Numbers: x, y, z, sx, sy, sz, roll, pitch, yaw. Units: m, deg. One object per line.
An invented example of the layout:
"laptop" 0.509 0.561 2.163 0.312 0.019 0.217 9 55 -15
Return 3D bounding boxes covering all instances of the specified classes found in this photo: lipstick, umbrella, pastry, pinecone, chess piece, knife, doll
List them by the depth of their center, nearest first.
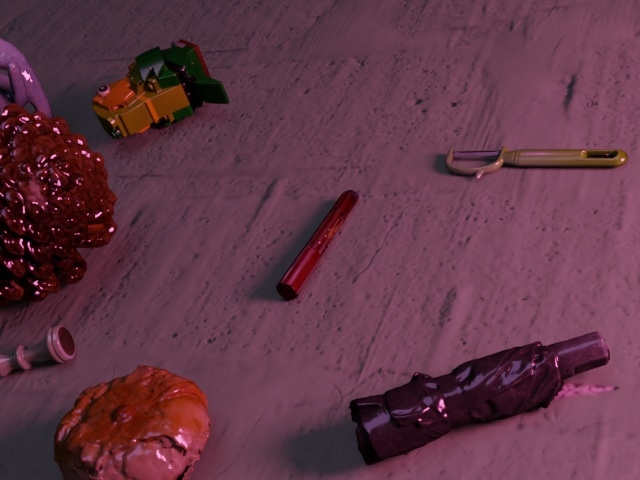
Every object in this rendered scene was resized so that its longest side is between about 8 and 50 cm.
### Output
"umbrella" 0.141 0.134 0.893 0.236 0.059 0.066 -17 58 1
"pastry" -0.175 0.184 0.961 0.153 0.081 0.153 -19 27 10
"chess piece" -0.325 0.128 1.140 0.093 0.042 0.042 -19 36 10
"lipstick" -0.001 0.000 1.157 0.027 0.027 0.176 4 42 30
"knife" 0.240 -0.089 1.161 0.212 0.015 0.054 2 42 28
"pinecone" -0.400 -0.033 1.227 0.292 0.246 0.246 -15 35 30
"doll" -0.238 -0.212 1.476 0.186 0.106 0.134 -23 47 -3

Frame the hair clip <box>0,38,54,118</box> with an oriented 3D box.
"hair clip" -0.584 -0.197 1.495 0.238 0.392 0.318 39 62 22
